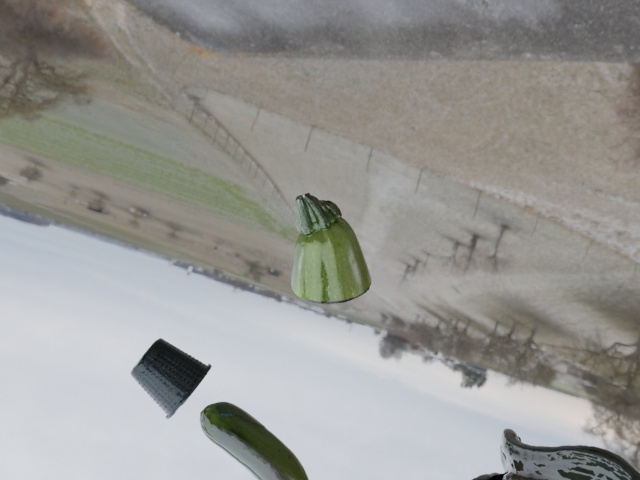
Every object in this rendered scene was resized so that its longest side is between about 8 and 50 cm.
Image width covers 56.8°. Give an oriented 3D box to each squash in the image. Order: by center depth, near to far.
[{"bbox_3d":[0.008,-0.003,0.727,0.105,0.132,0.105,-5,-156,2],"label":"squash"},{"bbox_3d":[-0.099,0.413,1.108,0.331,0.087,0.087,51,160,-19],"label":"squash"}]

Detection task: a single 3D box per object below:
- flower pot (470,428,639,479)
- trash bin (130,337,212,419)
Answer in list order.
[{"bbox_3d":[0.282,0.363,0.658,0.301,0.213,0.302,26,159,11],"label":"flower pot"},{"bbox_3d":[-0.401,0.349,1.544,0.161,0.175,0.175,39,172,-3],"label":"trash bin"}]
